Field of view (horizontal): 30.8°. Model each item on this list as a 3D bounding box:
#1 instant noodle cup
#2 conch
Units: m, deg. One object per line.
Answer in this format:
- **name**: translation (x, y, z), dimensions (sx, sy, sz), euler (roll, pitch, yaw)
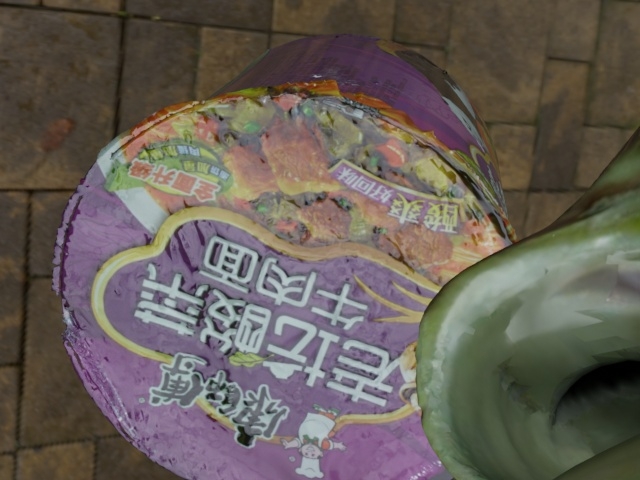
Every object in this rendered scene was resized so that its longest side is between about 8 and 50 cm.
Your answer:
- **instant noodle cup**: translation (0.000, 0.000, 0.665), dimensions (0.190, 0.251, 0.251), euler (-69, 147, -61)
- **conch**: translation (0.141, 0.023, 0.388), dimensions (0.124, 0.181, 0.187), euler (43, 42, -26)
